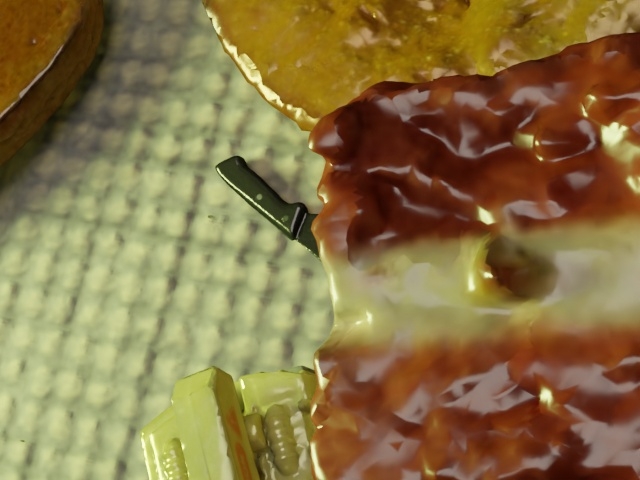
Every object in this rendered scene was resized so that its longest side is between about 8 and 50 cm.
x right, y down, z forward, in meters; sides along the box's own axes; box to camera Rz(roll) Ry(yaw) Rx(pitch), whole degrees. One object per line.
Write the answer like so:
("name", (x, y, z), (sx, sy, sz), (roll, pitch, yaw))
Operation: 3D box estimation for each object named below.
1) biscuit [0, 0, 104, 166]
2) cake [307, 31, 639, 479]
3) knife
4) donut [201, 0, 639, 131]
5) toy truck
("biscuit", (-0.290, -0.134, 1.041), (0.262, 0.052, 0.277), (-43, 64, -1))
("cake", (0.163, 0.087, 0.680), (0.270, 0.270, 0.319), (-7, 74, 21))
("knife", (0.000, 0.000, 0.915), (0.170, 0.010, 0.023), (40, 98, 25))
("donut", (0.086, -0.174, 0.877), (0.303, 0.110, 0.302), (-6, 73, 18))
("toy truck", (-0.018, 0.193, 0.784), (0.124, 0.157, 0.272), (-18, 68, 17))
